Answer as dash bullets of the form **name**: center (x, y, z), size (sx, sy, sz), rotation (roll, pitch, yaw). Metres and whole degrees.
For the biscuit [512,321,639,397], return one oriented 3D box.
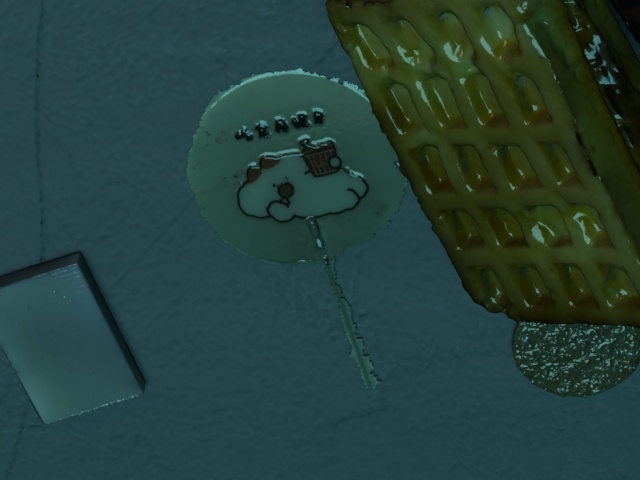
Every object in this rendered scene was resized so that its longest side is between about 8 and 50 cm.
- **biscuit**: center (0.230, 0.092, 1.491), size (0.120, 0.015, 0.120), rotation (1, 120, 2)

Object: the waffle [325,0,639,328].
- **waffle**: center (0.158, -0.081, 1.297), size (0.224, 0.098, 0.327), rotation (-1, 126, 47)

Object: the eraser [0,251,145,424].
- **eraser**: center (-0.233, 0.090, 1.500), size (0.104, 0.023, 0.150), rotation (-17, 117, 11)

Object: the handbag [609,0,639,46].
- **handbag**: center (0.264, -0.247, 1.221), size (0.169, 0.155, 0.215), rotation (-34, 110, 14)

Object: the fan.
- **fan**: center (0.000, 0.000, 1.451), size (0.191, 0.009, 0.329), rotation (-13, 118, 8)
